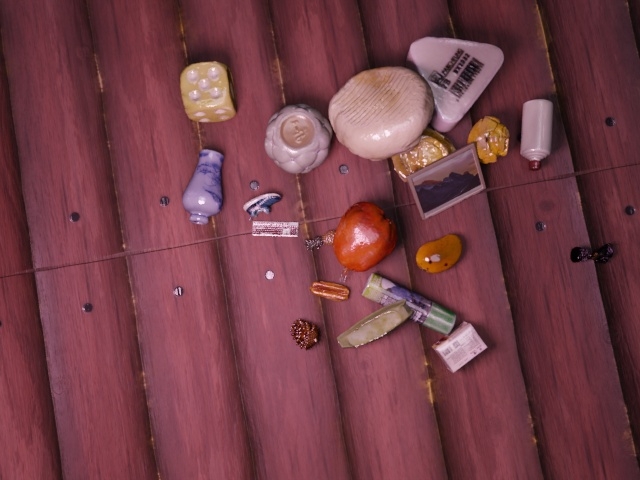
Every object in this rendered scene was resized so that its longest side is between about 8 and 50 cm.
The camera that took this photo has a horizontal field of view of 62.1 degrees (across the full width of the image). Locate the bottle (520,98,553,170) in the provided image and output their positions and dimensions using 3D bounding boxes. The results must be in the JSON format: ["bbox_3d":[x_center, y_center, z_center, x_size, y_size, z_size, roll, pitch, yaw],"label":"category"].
[{"bbox_3d":[0.773,-0.373,1.905,0.104,0.104,0.245,5,86,1],"label":"bottle"}]

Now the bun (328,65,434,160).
[{"bbox_3d":[0.220,-0.425,1.838,0.365,0.219,0.365,-9,59,16],"label":"bun"}]

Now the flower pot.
[{"bbox_3d":[-0.078,-0.356,1.862,0.246,0.195,0.246,0,85,1],"label":"flower pot"}]

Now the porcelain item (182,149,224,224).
[{"bbox_3d":[-0.410,-0.187,1.887,0.141,0.141,0.259,7,78,1],"label":"porcelain item"}]

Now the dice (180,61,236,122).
[{"bbox_3d":[-0.395,-0.525,1.891,0.169,0.166,0.169,-7,85,-1],"label":"dice"}]

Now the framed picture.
[{"bbox_3d":[0.451,-0.207,1.890,0.265,0.018,0.192,-28,118,-2],"label":"framed picture"}]

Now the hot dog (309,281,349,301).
[{"bbox_3d":[0.031,0.181,1.900,0.144,0.038,0.062,11,89,3],"label":"hot dog"}]

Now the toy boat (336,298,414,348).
[{"bbox_3d":[0.183,0.302,1.834,0.293,0.055,0.093,-32,96,17],"label":"toy boat"}]

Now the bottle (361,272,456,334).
[{"bbox_3d":[0.310,0.224,1.868,0.330,0.093,0.093,26,86,2],"label":"bottle"}]

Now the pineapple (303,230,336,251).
[{"bbox_3d":[0.000,0.000,1.905,0.124,0.058,0.058,-13,86,0],"label":"pineapple"}]

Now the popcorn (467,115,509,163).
[{"bbox_3d":[0.599,-0.356,1.892,0.148,0.152,0.167,26,113,36],"label":"popcorn"}]

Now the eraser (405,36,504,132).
[{"bbox_3d":[0.464,-0.547,1.898,0.331,0.150,0.332,0,87,1],"label":"eraser"}]

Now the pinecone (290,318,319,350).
[{"bbox_3d":[-0.054,0.323,1.865,0.102,0.102,0.109,-36,76,-2],"label":"pinecone"}]

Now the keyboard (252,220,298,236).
[{"bbox_3d":[-0.163,-0.044,1.928,0.165,0.017,0.055,1,86,0],"label":"keyboard"}]

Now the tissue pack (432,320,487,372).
[{"bbox_3d":[0.481,0.369,1.852,0.148,0.099,0.106,-35,88,-2],"label":"tissue pack"}]

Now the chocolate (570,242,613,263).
[{"bbox_3d":[0.973,0.051,1.894,0.147,0.070,0.072,-2,113,1],"label":"chocolate"}]

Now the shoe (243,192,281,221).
[{"bbox_3d":[-0.204,-0.125,1.912,0.142,0.064,0.071,-24,85,1],"label":"shoe"}]

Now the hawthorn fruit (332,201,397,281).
[{"bbox_3d":[0.134,0.017,1.837,0.211,0.211,0.299,33,102,3],"label":"hawthorn fruit"}]

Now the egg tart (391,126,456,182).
[{"bbox_3d":[0.377,-0.303,1.911,0.231,0.098,0.252,-22,90,2],"label":"egg tart"}]

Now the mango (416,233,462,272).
[{"bbox_3d":[0.425,0.051,1.885,0.178,0.090,0.115,-21,78,-9],"label":"mango"}]
